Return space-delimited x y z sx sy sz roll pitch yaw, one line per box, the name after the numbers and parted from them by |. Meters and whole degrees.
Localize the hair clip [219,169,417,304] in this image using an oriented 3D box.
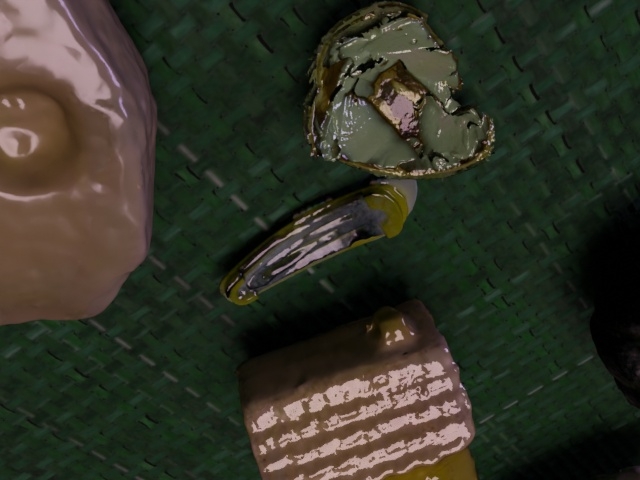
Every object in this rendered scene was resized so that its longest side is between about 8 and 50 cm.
0.000 0.000 0.667 0.188 0.033 0.060 -28 130 6 | hair clip

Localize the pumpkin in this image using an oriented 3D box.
0.351 0.073 0.698 0.220 0.162 0.220 2 99 15 | pumpkin

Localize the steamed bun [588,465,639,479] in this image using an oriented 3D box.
0.300 0.435 0.922 0.237 0.346 0.394 5 96 10 | steamed bun

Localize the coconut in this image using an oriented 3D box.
0.048 -0.104 0.585 0.133 0.055 0.158 -24 127 8 | coconut

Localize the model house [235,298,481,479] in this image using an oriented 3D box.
0.035 0.166 0.735 0.193 0.175 0.234 -18 118 2 | model house

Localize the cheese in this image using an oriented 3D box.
-0.256 -0.062 0.509 0.318 0.115 0.326 -34 124 13 | cheese
